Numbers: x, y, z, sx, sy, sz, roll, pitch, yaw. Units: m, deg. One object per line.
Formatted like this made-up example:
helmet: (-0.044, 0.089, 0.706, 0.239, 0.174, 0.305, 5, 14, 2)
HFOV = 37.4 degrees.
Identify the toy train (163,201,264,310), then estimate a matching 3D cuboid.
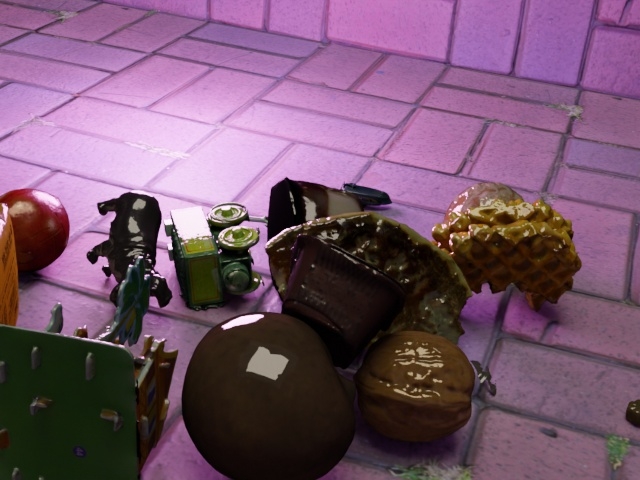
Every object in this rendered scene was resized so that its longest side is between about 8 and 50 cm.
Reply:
toy train: (-0.231, 0.025, 2.056, 0.188, 0.159, 0.272, -9, 31, -12)

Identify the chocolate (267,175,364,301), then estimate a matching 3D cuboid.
chocolate: (0.000, 0.000, 2.027, 0.186, 0.284, 0.284, -4, 30, -17)

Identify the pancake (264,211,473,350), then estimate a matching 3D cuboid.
pancake: (0.100, 0.094, 1.878, 0.426, 0.305, 0.067, -4, 0, -16)

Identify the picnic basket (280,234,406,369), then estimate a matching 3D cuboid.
picnic basket: (0.017, 0.119, 1.654, 0.222, 0.297, 0.129, 30, 71, 6)

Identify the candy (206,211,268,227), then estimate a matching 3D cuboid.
candy: (-0.130, -0.045, 2.299, 0.323, 0.097, 0.097, 7, 27, 21)

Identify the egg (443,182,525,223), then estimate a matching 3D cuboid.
egg: (0.385, -0.032, 2.219, 0.203, 0.203, 0.245, 23, 40, 30)

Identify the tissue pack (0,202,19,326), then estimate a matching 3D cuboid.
tissue pack: (-0.659, 0.135, 1.635, 0.228, 0.293, 0.382, 0, 29, -8)

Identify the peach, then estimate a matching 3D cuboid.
peach: (-0.632, -0.026, 2.051, 0.197, 0.197, 0.197, 4, 29, -2)

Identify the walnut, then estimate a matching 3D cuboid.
walnut: (0.161, 0.255, 1.654, 0.213, 0.213, 0.213, 4, 29, -2)

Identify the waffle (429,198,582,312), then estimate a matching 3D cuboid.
waffle: (0.395, 0.038, 2.018, 0.324, 0.261, 0.151, -1, 51, -11)

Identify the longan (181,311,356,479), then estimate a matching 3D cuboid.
longan: (-0.085, 0.259, 1.519, 0.297, 0.297, 0.297, 4, 29, -2)

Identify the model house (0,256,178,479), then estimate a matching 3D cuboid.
model house: (-0.360, 0.196, 1.507, 0.242, 0.358, 0.313, 6, 30, 5)

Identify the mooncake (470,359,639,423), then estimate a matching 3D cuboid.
mooncake: (0.456, 0.293, 1.794, 0.346, 0.057, 0.150, 8, 15, -9)

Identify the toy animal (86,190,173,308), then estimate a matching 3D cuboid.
toy animal: (-0.405, 0.035, 2.021, 0.168, 0.106, 0.343, -26, 45, 8)

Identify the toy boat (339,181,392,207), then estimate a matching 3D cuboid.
toy boat: (0.120, -0.114, 2.469, 0.141, 0.060, 0.055, 9, 28, -7)
